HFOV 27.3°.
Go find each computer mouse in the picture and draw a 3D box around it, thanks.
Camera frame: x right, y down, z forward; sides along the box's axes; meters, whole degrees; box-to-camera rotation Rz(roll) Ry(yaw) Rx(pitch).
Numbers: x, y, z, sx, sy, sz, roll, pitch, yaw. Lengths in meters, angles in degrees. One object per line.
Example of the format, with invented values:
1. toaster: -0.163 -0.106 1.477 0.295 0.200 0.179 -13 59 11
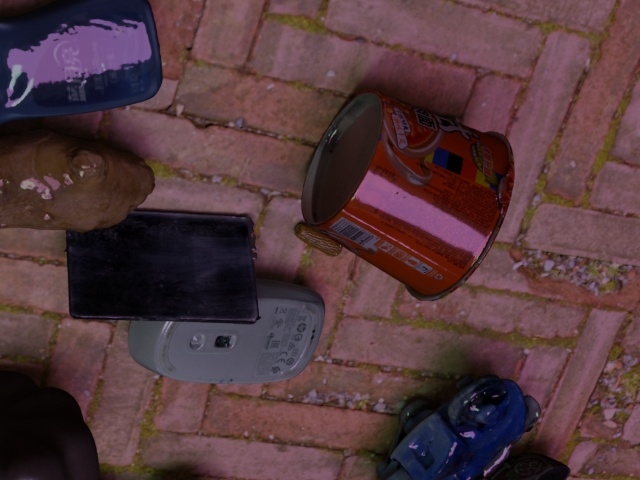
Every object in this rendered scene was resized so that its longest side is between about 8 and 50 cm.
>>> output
1. computer mouse: -0.134 0.119 1.841 0.289 0.097 0.159 2 116 -33

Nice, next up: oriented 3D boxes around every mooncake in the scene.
1. mooncake: -0.434 0.292 1.722 0.306 0.306 0.154 -5 115 -18

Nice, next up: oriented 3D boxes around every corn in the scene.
1. corn: 0.000 0.000 1.853 0.083 0.027 0.028 27 130 -32

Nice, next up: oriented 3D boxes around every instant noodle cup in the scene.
1. instant noodle cup: 0.106 -0.068 1.726 0.192 0.250 0.250 25 111 -23

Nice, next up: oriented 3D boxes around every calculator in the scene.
1. calculator: -0.208 0.034 1.731 0.262 0.161 0.021 4 154 -21

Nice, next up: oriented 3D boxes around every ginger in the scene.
1. ginger: -0.367 -0.069 1.591 0.354 0.190 0.126 -5 84 -22

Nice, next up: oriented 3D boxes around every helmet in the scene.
1. helmet: 0.320 0.417 2.193 0.177 0.107 0.153 -50 148 -4

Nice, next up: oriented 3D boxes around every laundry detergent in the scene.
1. laundry detergent: -0.335 -0.205 1.540 0.290 0.094 0.143 -17 124 -16

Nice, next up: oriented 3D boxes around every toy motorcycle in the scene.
1. toy motorcycle: 0.208 0.316 2.076 0.182 0.241 0.319 40 113 6
